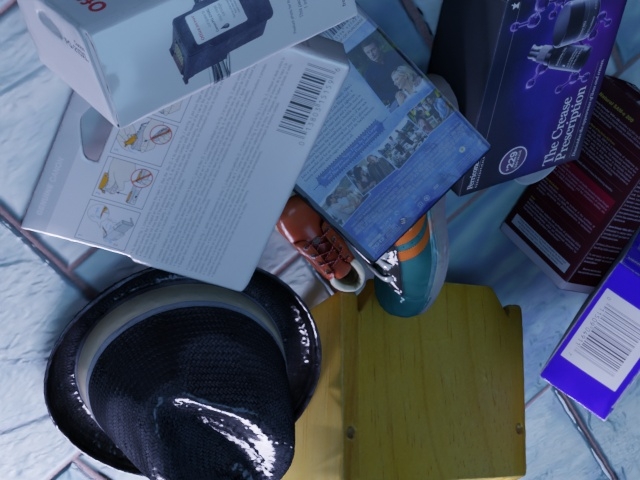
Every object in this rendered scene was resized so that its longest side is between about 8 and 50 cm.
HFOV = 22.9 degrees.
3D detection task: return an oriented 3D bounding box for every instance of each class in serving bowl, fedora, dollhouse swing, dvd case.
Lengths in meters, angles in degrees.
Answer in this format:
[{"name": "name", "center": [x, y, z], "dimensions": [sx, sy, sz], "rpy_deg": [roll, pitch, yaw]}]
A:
[{"name": "serving bowl", "center": [0.258, -0.108, 1.910], "dimensions": [0.083, 0.027, 0.083], "rpy_deg": [-25, 140, -23]}, {"name": "fedora", "center": [-0.127, 0.179, 1.692], "dimensions": [0.334, 0.152, 0.334], "rpy_deg": [-14, 131, -16]}, {"name": "dollhouse swing", "center": [0.039, 0.219, 2.014], "dimensions": [0.347, 0.305, 0.315], "rpy_deg": [5, 82, -45]}, {"name": "dvd case", "center": [0.035, -0.114, 1.616], "dimensions": [0.180, 0.022, 0.253], "rpy_deg": [-44, 118, 4]}]

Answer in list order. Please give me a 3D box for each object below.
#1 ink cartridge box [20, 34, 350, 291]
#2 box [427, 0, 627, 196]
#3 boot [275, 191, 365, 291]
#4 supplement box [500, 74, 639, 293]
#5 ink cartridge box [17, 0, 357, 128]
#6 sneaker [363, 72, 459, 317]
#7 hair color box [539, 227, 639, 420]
[{"name": "ink cartridge box", "center": [-0.134, -0.100, 1.527], "dimensions": [0.239, 0.060, 0.275], "rpy_deg": [17, 117, -19]}, {"name": "box", "center": [0.219, -0.196, 1.728], "dimensions": [0.184, 0.103, 0.261], "rpy_deg": [-16, 136, -27]}, {"name": "boot", "center": [0.000, 0.000, 1.737], "dimensions": [0.059, 0.084, 0.158], "rpy_deg": [-41, 142, 1]}, {"name": "supplement box", "center": [0.342, -0.067, 1.943], "dimensions": [0.073, 0.130, 0.239], "rpy_deg": [9, 121, -46]}, {"name": "ink cartridge box", "center": [-0.118, -0.210, 1.328], "dimensions": [0.237, 0.172, 0.100], "rpy_deg": [-28, 128, -19]}, {"name": "sneaker", "center": [0.072, -0.038, 1.749], "dimensions": [0.121, 0.108, 0.302], "rpy_deg": [-16, 126, -28]}, {"name": "hair color box", "center": [0.403, 0.088, 2.052], "dimensions": [0.185, 0.110, 0.339], "rpy_deg": [-58, 173, 21]}]
